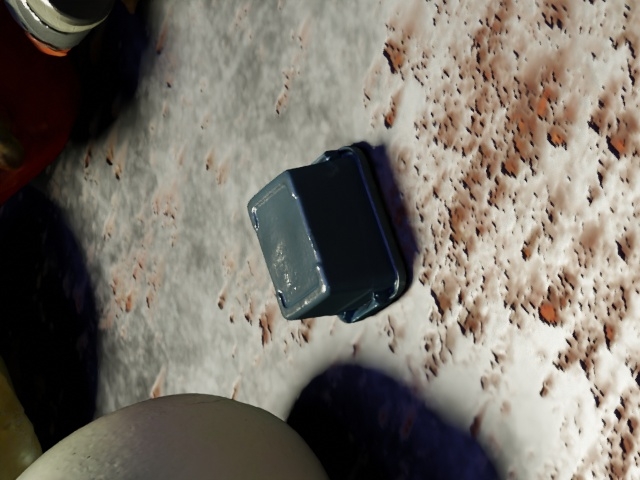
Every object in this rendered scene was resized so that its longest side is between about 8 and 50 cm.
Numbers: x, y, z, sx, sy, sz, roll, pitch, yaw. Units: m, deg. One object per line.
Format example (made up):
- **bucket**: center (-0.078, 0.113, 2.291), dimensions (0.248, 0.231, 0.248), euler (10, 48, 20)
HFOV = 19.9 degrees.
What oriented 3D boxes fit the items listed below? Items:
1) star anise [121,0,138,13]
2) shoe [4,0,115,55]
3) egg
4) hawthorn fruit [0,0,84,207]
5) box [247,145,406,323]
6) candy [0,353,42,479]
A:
- **star anise**: center (-0.144, -0.234, 1.238), dimensions (0.168, 0.057, 0.167), euler (16, 109, 54)
- **shoe**: center (-0.210, -0.208, 1.232), dimensions (0.194, 0.074, 0.077), euler (56, 147, 14)
- **egg**: center (-0.065, 0.220, 1.138), dimensions (0.264, 0.174, 0.286), euler (12, 128, 35)
- **hawthorn fruit**: center (-0.300, -0.119, 1.314), dimensions (0.307, 0.265, 0.265), euler (27, 119, 48)
- **box**: center (0.000, 0.000, 1.084), dimensions (0.074, 0.054, 0.099), euler (-38, 67, 54)
- **candy**: center (-0.319, 0.105, 1.454), dimensions (0.260, 0.118, 0.260), euler (54, 164, 22)
